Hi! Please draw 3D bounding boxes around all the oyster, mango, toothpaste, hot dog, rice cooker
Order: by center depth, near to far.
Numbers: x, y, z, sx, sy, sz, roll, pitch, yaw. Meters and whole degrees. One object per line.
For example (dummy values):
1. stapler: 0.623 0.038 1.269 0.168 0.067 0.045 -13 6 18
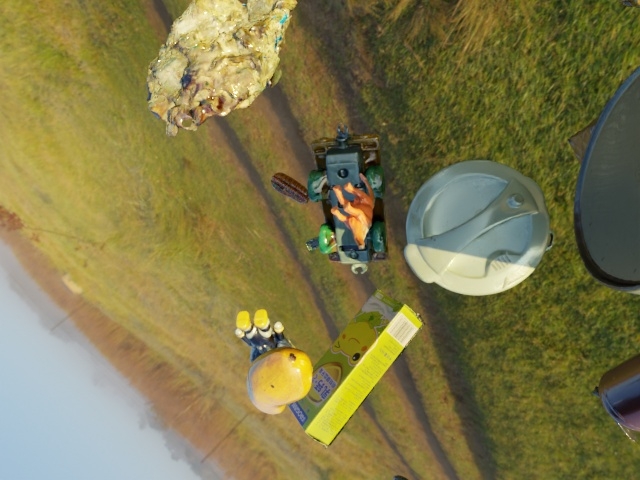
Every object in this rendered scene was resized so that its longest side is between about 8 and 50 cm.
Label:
1. oyster: -0.145 -0.269 0.637 0.092 0.259 0.198 73 172 -69
2. mango: -0.070 0.225 0.697 0.098 0.075 0.190 32 137 1
3. toothpaste: 0.071 0.257 0.911 0.077 0.327 0.110 44 173 -29
4. rice cooker: 0.323 -0.024 0.931 0.288 0.288 0.277 40 -168 14
5. hot dog: -0.090 -0.157 1.312 0.144 0.062 0.038 35 171 15

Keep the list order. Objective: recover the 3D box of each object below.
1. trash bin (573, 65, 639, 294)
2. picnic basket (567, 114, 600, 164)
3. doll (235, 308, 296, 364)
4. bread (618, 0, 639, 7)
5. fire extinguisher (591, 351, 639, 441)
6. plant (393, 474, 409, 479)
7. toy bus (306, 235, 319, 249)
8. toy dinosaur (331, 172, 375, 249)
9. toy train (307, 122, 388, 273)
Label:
1. trash bin: 0.522 -0.037 0.411 0.432 0.280 0.280 8 146 6
2. picnic basket: 0.958 -0.261 1.249 0.337 0.337 0.293 45 -177 4
3. doll: -0.140 0.298 1.177 0.103 0.145 0.316 -120 8 -45
4. bread: 0.564 -0.578 0.821 0.367 0.077 0.084 27 145 -37
5. fire extinguisher: 0.557 0.234 0.688 0.135 0.114 0.337 46 153 23
6. plant: 0.240 0.580 0.847 0.274 0.146 0.149 6 130 31
7. toy bus: 0.000 0.000 1.278 0.037 0.083 0.031 -60 -53 -73
8. toy dinosaur: 0.067 -0.066 0.799 0.055 0.280 0.101 -31 121 30
9. toy train: 0.090 -0.112 1.149 0.178 0.249 0.429 -2 121 13
